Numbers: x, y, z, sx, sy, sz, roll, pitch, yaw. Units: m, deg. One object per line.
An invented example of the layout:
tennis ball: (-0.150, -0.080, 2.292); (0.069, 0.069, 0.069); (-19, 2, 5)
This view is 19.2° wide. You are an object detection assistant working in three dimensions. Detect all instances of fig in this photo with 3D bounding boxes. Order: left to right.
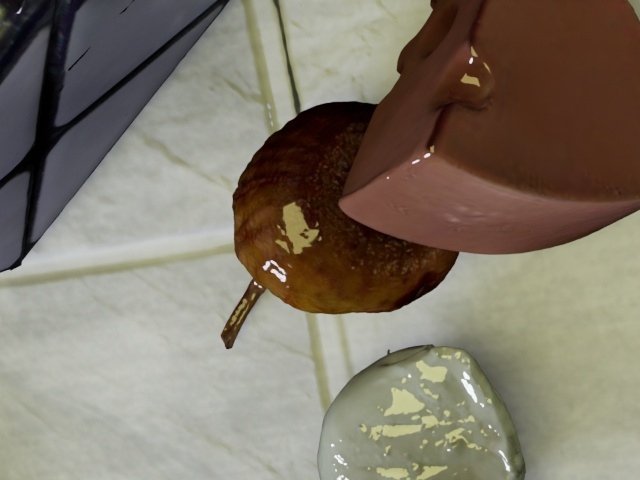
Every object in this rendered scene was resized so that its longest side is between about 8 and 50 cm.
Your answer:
fig: (0.000, 0.000, 1.207); (0.146, 0.201, 0.133); (11, 65, -18)

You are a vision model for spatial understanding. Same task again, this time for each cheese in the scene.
cheese: (0.099, -0.075, 1.094); (0.203, 0.177, 0.128); (59, 147, -2)

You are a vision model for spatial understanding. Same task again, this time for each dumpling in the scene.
dumpling: (0.072, 0.144, 1.208); (0.150, 0.092, 0.176); (40, 110, 8)

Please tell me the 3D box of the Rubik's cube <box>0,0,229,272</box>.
Rubik's cube: (-0.268, -0.158, 1.141); (0.307, 0.305, 0.310); (45, 111, 6)
